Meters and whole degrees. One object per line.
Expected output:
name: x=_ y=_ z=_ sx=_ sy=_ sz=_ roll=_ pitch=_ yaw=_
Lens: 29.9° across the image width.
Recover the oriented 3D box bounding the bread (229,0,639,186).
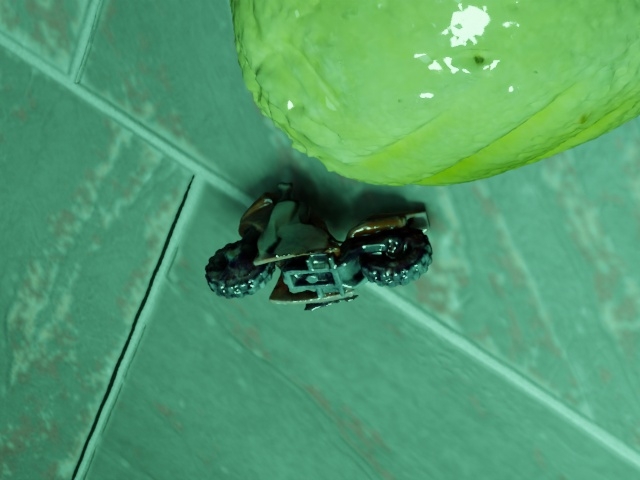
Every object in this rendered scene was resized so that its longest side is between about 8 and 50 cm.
bread: x=0.101 y=-0.162 z=0.819 sx=0.320 sy=0.320 sz=0.237 roll=-27 pitch=85 yaw=36

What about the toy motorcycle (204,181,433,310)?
toy motorcycle: x=0.000 y=0.000 z=1.094 sx=0.212 sy=0.118 sz=0.084 roll=-4 pitch=131 yaw=17
